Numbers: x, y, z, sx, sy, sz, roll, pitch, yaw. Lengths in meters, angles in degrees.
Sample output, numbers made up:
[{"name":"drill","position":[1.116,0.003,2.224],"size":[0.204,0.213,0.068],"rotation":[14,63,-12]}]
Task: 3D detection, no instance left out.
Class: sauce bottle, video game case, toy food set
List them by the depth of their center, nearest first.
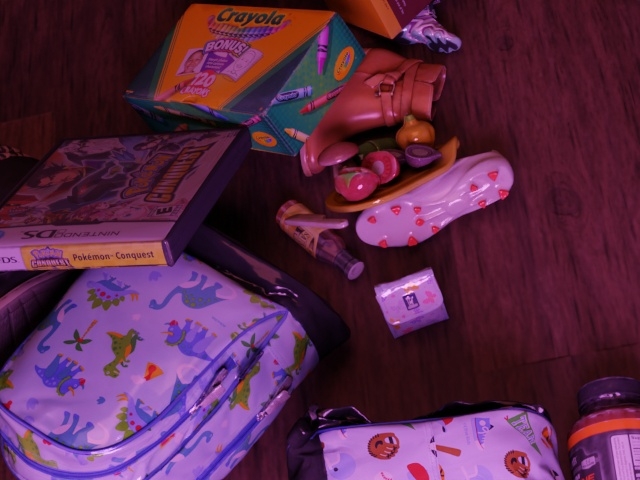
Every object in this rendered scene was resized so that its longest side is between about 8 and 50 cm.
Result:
[{"name":"video game case","position":[-0.234,-0.050,1.563],"size":[0.248,0.035,0.275],"rotation":[-2,30,19]},{"name":"toy food set","position":[0.061,-0.091,1.625],"size":[0.218,0.071,0.128],"rotation":[-29,19,-23]},{"name":"sauce bottle","position":[0.000,0.000,1.654],"size":[0.042,0.042,0.128],"rotation":[-43,56,-12]}]

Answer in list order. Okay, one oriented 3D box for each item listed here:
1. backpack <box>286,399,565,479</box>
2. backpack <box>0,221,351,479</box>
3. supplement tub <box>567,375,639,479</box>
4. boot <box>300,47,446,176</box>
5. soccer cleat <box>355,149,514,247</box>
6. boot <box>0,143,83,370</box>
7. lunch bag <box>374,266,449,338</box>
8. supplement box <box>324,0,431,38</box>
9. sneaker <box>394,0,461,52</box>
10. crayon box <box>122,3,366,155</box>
[{"name":"backpack","position":[0.114,0.267,1.341],"size":[0.263,0.276,0.213],"rotation":[-16,61,-3]},{"name":"backpack","position":[-0.187,0.148,1.512],"size":[0.290,0.273,0.355],"rotation":[32,82,24]},{"name":"supplement tub","position":[0.303,0.238,1.389],"size":[0.106,0.106,0.198],"rotation":[-9,57,10]},{"name":"boot","position":[0.064,-0.157,1.718],"size":[0.152,0.073,0.197],"rotation":[11,65,16]},{"name":"soccer cleat","position":[0.134,-0.048,1.642],"size":[0.196,0.068,0.076],"rotation":[-22,27,9]},{"name":"boot","position":[-0.385,0.024,1.657],"size":[0.284,0.138,0.377],"rotation":[22,49,28]},{"name":"lunch bag","position":[0.101,0.067,1.561],"size":[0.071,0.083,0.053],"rotation":[-20,56,2]},{"name":"supplement box","position":[0.081,-0.401,1.774],"size":[0.194,0.191,0.129],"rotation":[-45,40,-13]},{"name":"sneaker","position":[0.145,-0.282,1.790],"size":[0.098,0.038,0.069],"rotation":[18,66,24]},{"name":"crayon box","position":[-0.098,-0.205,1.732],"size":[0.278,0.081,0.165],"rotation":[12,61,45]}]
